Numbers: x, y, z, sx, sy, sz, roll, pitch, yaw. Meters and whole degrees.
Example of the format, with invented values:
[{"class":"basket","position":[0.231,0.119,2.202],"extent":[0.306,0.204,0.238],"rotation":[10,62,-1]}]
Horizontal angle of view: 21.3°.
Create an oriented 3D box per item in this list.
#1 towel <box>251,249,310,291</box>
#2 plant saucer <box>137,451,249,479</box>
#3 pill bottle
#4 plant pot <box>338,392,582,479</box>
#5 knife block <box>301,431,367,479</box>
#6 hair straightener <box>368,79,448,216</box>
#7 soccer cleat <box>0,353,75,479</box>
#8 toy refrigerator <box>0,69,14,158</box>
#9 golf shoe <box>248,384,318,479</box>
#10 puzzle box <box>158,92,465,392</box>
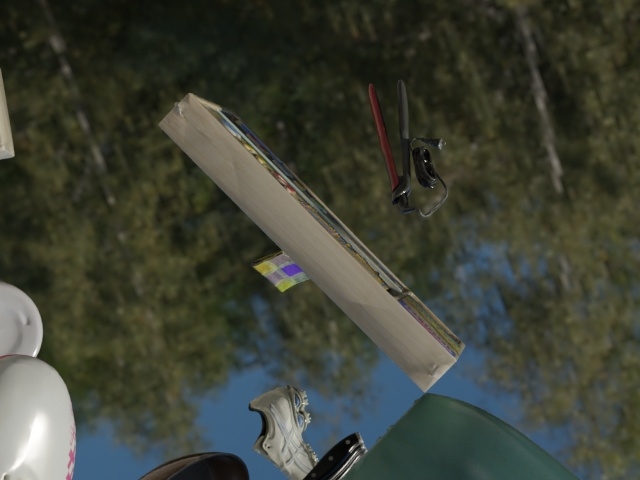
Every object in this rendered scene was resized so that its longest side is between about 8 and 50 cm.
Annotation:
[{"class":"towel","position":[-0.052,0.041,2.357],"extent":[0.060,0.083,0.009],"rotation":[-22,-130,21]},{"class":"plant saucer","position":[-0.202,0.370,1.995],"extent":[0.050,0.311,0.310],"rotation":[32,-135,24]},{"class":"pill bottle","position":[-0.377,0.094,1.898],"extent":[0.112,0.112,0.186],"rotation":[-26,-169,-14]},{"class":"plant pot","position":[0.136,0.315,1.901],"extent":[0.293,0.235,0.293],"rotation":[-45,174,-6]},{"class":"knife block","position":[-0.033,0.362,2.098],"extent":[0.088,0.242,0.275],"rotation":[38,-152,27]},{"class":"hair straightener","position":[0.124,-0.124,2.266],"extent":[0.089,0.047,0.230],"rotation":[-11,-128,0]},{"class":"soccer cleat","position":[-0.240,0.251,1.257],"extent":[0.116,0.331,0.143],"rotation":[7,-160,-33]},{"class":"toy refrigerator","position":[-0.470,-0.120,1.802],"extent":[0.269,0.102,0.094],"rotation":[-9,178,-3]},{"class":"golf shoe","position":[-0.051,0.286,2.284],"extent":[0.086,0.176,0.069],"rotation":[-11,174,-21]},{"class":"puzzle box","position":[0.000,0.000,1.920],"extent":[0.052,0.409,0.272],"rotation":[-45,176,6]}]
